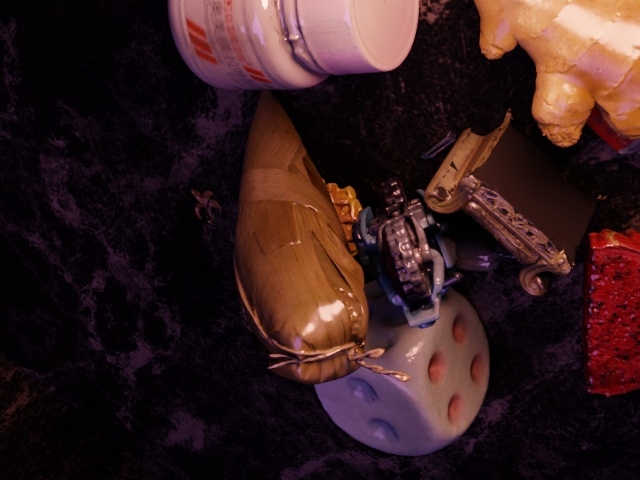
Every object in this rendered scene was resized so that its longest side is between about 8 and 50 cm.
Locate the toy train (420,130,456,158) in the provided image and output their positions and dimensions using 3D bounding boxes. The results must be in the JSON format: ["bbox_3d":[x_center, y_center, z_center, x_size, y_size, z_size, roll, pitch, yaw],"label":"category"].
[{"bbox_3d":[0.203,-0.161,1.688,0.017,0.017,0.083,37,144,-12],"label":"toy train"}]

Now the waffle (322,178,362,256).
[{"bbox_3d":[0.000,0.000,1.921,0.249,0.056,0.253,42,118,7],"label":"waffle"}]

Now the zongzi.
[{"bbox_3d":[-0.048,-0.014,1.639,0.500,0.218,0.467,-134,31,-73],"label":"zongzi"}]

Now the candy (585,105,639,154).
[{"bbox_3d":[0.421,-0.200,1.438,0.292,0.059,0.086,41,144,-3],"label":"candy"}]

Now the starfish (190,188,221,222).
[{"bbox_3d":[-0.251,-0.082,2.126,0.078,0.028,0.091,33,140,-4],"label":"starfish"}]

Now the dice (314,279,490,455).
[{"bbox_3d":[0.162,0.245,1.942,0.265,0.268,0.262,1,130,39],"label":"dice"}]

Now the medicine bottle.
[{"bbox_3d":[-0.039,-0.356,1.481,0.325,0.256,0.256,6,133,32],"label":"medicine bottle"}]

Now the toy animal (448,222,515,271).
[{"bbox_3d":[0.310,0.020,1.738,0.253,0.079,0.070,6,144,36],"label":"toy animal"}]

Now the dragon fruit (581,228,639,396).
[{"bbox_3d":[0.534,0.093,1.605,0.205,0.152,0.317,1,124,12],"label":"dragon fruit"}]

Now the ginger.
[{"bbox_3d":[0.348,-0.268,1.357,0.375,0.166,0.236,29,128,25],"label":"ginger"}]

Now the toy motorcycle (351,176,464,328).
[{"bbox_3d":[0.160,0.034,1.645,0.172,0.416,0.232,-19,104,6],"label":"toy motorcycle"}]

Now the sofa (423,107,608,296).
[{"bbox_3d":[0.303,-0.049,1.577,0.258,0.200,0.182,40,141,-6],"label":"sofa"}]
